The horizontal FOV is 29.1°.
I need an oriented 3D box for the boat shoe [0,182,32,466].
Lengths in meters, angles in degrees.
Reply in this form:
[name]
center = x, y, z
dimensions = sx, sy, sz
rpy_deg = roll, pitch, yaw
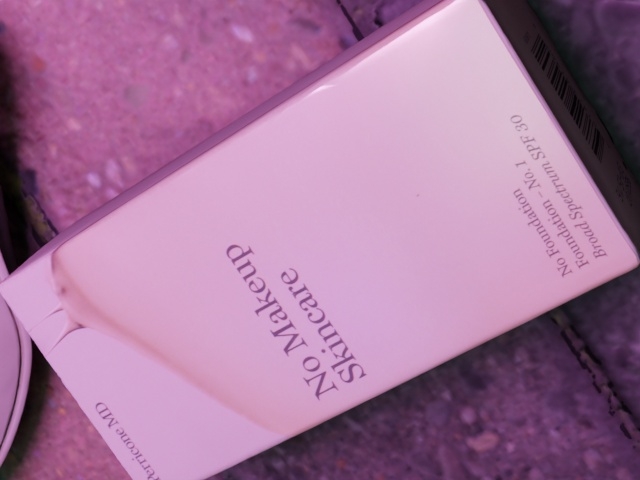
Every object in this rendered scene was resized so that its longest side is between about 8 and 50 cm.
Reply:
[boat shoe]
center = -0.244, 0.008, 0.761
dimensions = 0.112, 0.095, 0.335
rpy_deg = -7, 117, -20

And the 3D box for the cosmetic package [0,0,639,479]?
[cosmetic package]
center = 0.000, 0.000, 0.666
dimensions = 0.309, 0.113, 0.160
rpy_deg = -31, 100, 23
